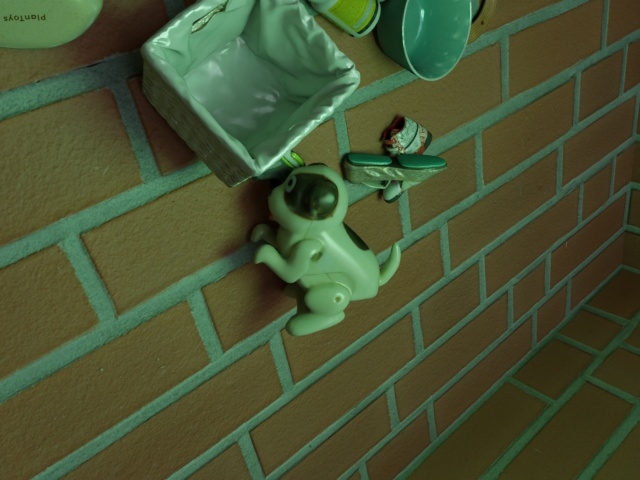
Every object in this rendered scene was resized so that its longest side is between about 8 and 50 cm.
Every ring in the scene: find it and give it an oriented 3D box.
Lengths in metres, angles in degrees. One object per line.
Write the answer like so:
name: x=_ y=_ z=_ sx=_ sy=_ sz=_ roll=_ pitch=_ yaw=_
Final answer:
ring: x=0.464 y=-0.805 z=1.802 sx=0.337 sy=0.032 sz=0.336 roll=-18 pitch=119 yaw=-35

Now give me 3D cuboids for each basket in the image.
basket: x=-0.160 y=-0.333 z=1.204 sx=0.328 sy=0.266 sz=0.331 roll=-46 pitch=100 yaw=-18

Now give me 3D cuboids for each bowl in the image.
bowl: x=0.281 y=-0.632 z=1.615 sx=0.312 sy=0.163 sz=0.311 roll=-20 pitch=122 yaw=-36

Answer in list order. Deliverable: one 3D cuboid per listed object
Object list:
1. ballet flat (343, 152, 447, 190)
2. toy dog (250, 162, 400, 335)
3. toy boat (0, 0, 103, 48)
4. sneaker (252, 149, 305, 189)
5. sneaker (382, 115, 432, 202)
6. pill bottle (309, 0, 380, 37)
ballet flat: x=0.227 y=-0.210 z=1.720 sx=0.316 sy=0.107 sz=0.106 roll=3 pitch=124 yaw=-1
toy dog: x=0.000 y=0.000 z=1.498 sx=0.396 sy=0.284 sz=0.407 roll=-12 pitch=116 yaw=11
toy boat: x=-0.515 y=-0.488 z=0.964 sx=0.268 sy=0.148 sz=0.318 roll=-12 pitch=146 yaw=-33
sneaker: x=-0.165 y=-0.225 z=1.439 sx=0.300 sy=0.111 sz=0.121 roll=32 pitch=89 yaw=-42
sneaker: x=0.239 y=-0.265 z=1.793 sx=0.145 sy=0.090 sz=0.270 roll=28 pitch=93 yaw=-34
pill bottle: x=0.050 y=-0.627 z=1.448 sx=0.208 sy=0.119 sz=0.119 roll=18 pitch=95 yaw=-45
